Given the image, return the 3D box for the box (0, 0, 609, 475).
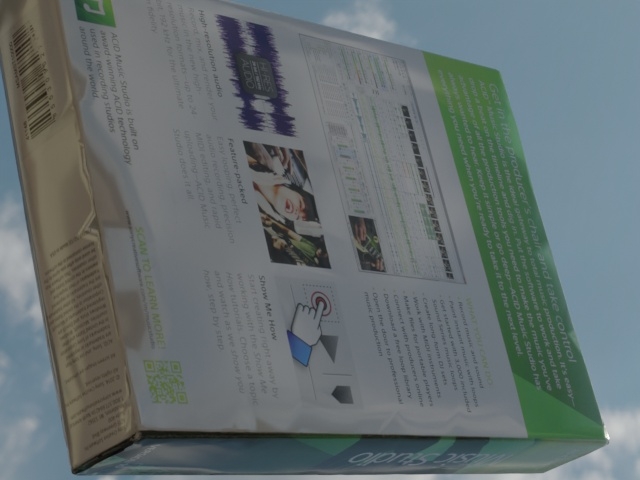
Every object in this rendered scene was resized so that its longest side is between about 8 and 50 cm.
[{"bbox_3d":[0.000,0.000,0.810,0.058,0.322,0.232,-32,-118,40],"label":"box"}]
